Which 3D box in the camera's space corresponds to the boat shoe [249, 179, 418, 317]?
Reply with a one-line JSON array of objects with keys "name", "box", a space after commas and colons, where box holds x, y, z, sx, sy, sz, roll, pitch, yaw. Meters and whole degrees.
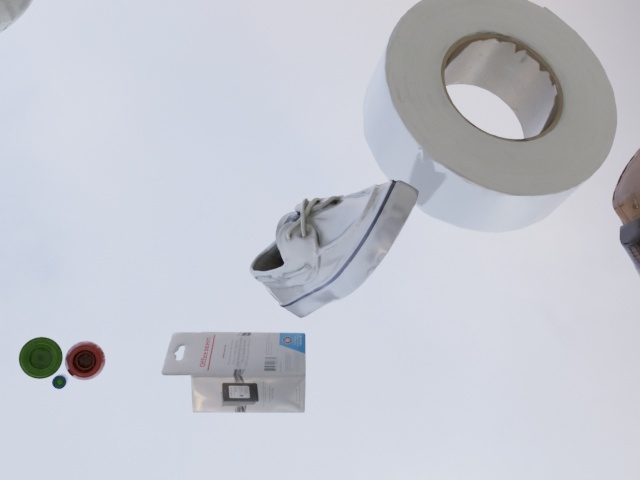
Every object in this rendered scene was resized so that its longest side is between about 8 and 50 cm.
[{"name": "boat shoe", "box": [0.000, 0.000, 0.738, 0.088, 0.267, 0.096, 33, -115, -9]}]

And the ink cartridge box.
[{"name": "ink cartridge box", "box": [-0.109, 0.170, 0.987, 0.104, 0.180, 0.060, -92, 3, -65]}]

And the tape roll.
[{"name": "tape roll", "box": [0.197, -0.156, 0.893, 0.286, 0.100, 0.286, 5, -116, -10]}]

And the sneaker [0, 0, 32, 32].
[{"name": "sneaker", "box": [-0.423, -0.316, 0.651, 0.130, 0.322, 0.236, -55, -22, -15]}]

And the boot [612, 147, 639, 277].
[{"name": "boot", "box": [0.233, -0.001, 0.497, 0.087, 0.042, 0.118, 42, -126, -18]}]

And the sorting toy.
[{"name": "sorting toy", "box": [-0.322, 0.153, 0.945, 0.102, 0.042, 0.061, 8, -97, -13]}]
